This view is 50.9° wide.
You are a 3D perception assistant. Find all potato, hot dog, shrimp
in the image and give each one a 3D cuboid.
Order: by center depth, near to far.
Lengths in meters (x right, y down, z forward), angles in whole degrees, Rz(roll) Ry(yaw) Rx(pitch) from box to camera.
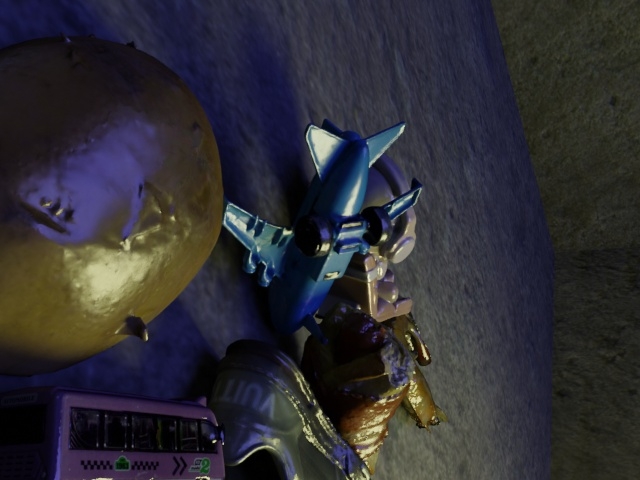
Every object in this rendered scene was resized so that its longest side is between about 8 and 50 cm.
[{"bbox_3d":[-0.149,-0.033,0.498,0.299,0.116,0.239,-53,136,-52],"label":"potato"},{"bbox_3d":[0.024,0.175,0.762,0.103,0.146,0.213,-4,118,-39],"label":"hot dog"},{"bbox_3d":[0.155,0.210,1.128,0.173,0.058,0.253,-82,150,-44],"label":"shrimp"}]

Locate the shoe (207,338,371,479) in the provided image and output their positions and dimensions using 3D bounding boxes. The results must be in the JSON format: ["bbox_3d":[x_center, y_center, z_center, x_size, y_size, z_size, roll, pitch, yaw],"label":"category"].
[{"bbox_3d":[-0.041,0.246,0.666,0.292,0.109,0.149,64,37,-30],"label":"shoe"}]

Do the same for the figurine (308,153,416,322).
[{"bbox_3d":[0.053,-0.012,0.842,0.141,0.163,0.236,-23,117,-44],"label":"figurine"}]

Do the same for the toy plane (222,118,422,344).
[{"bbox_3d":[0.000,0.000,0.698,0.254,0.105,0.271,-9,126,-38],"label":"toy plane"}]

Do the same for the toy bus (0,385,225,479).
[{"bbox_3d":[-0.146,0.155,0.484,0.178,0.087,0.098,31,51,-56],"label":"toy bus"}]
